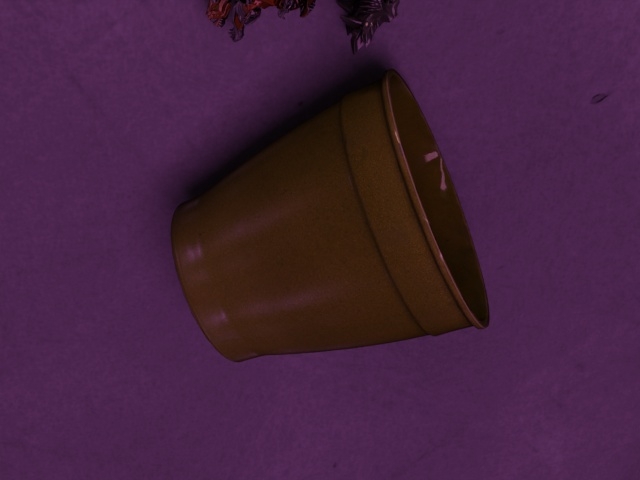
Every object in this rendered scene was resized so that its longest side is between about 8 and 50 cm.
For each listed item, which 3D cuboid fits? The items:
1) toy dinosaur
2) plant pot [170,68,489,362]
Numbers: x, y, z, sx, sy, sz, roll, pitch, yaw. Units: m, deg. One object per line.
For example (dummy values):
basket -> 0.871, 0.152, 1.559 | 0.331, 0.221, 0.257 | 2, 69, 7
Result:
toy dinosaur -> 0.006, -0.360, 1.584 | 0.322, 0.164, 0.218 | -34, 108, 33
plant pot -> 0.000, 0.000, 1.707 | 0.353, 0.366, 0.366 | -20, 124, 14
